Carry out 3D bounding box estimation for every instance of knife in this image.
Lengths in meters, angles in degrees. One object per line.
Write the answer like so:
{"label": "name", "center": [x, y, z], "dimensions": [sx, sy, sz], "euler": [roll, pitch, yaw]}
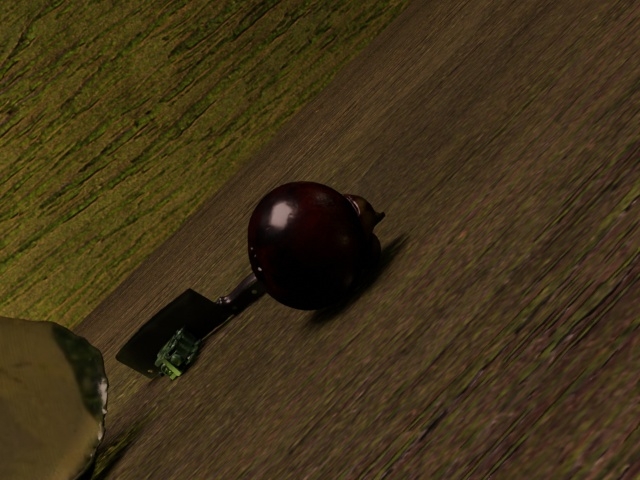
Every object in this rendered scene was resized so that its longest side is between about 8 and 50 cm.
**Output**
{"label": "knife", "center": [-0.147, 0.087, 1.610], "dimensions": [0.245, 0.072, 0.019], "euler": [-38, 37, 24]}

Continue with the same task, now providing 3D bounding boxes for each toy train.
{"label": "toy train", "center": [-0.168, 0.134, 1.586], "dimensions": [0.053, 0.033, 0.083], "euler": [-45, 8, 16]}

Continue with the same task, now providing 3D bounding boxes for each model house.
{"label": "model house", "center": [-0.414, 0.244, 1.465], "dimensions": [0.266, 0.321, 0.261], "euler": [121, 146, -44]}

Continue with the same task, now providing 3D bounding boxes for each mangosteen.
{"label": "mangosteen", "center": [0.000, 0.000, 1.260], "dimensions": [0.140, 0.140, 0.140], "euler": [-41, 9, 8]}
